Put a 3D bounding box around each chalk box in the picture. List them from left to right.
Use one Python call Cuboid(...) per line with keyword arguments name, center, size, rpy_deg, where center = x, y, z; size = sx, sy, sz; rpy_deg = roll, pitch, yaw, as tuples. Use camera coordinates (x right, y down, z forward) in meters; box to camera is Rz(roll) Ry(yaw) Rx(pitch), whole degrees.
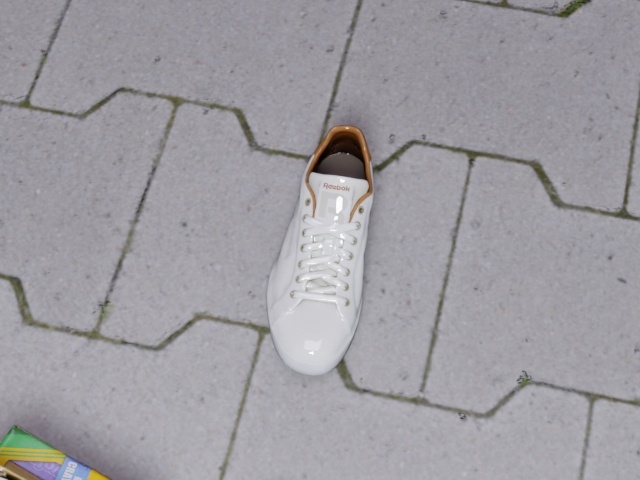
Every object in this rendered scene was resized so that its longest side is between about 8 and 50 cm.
Cuboid(name="chalk box", center=(-0.236, 0.300, 1.387), size=(0.213, 0.132, 0.132), rpy_deg=(27, 61, 18))

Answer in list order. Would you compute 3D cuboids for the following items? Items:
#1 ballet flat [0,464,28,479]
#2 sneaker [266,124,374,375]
Cuboid(name="ballet flat", center=(-0.241, 0.264, 1.288), size=(0.232, 0.073, 0.080), rpy_deg=(24, 61, 15))
Cuboid(name="sneaker", center=(0.000, 0.000, 1.583), size=(0.106, 0.123, 0.290), rpy_deg=(7, 59, 2))
